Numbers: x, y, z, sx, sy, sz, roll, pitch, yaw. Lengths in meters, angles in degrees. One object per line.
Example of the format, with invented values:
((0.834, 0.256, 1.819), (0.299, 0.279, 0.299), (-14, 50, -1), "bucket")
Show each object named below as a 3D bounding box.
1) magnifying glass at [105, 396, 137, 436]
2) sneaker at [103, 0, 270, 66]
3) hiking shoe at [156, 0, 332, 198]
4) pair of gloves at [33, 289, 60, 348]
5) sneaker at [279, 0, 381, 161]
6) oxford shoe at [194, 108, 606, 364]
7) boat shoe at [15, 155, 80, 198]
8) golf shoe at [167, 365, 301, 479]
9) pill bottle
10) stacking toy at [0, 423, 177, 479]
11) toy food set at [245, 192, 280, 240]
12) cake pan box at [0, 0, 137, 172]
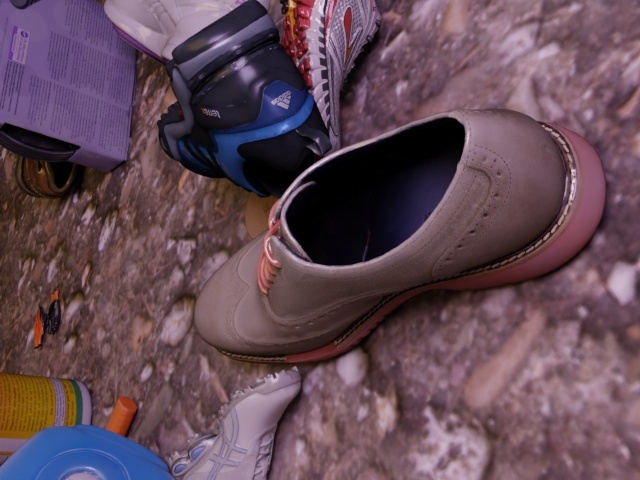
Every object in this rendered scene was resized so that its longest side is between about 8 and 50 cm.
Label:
((-0.281, 0.297, 0.832), (0.092, 0.026, 0.231), (39, 106, 48), "magnifying glass")
((-0.165, -0.287, 0.854), (0.305, 0.114, 0.152), (37, 98, 40), "sneaker")
((-0.072, -0.084, 0.607), (0.132, 0.113, 0.304), (56, 170, 0), "hiking shoe")
((-0.437, 0.127, 1.078), (0.083, 0.010, 0.074), (-35, 52, 33), "pair of gloves")
((0.015, -0.183, 0.618), (0.088, 0.092, 0.225), (-153, 64, -67), "sneaker")
((0.000, 0.000, 0.522), (0.397, 0.146, 0.141), (-30, 57, 39), "oxford shoe")
((-0.429, -0.221, 1.125), (0.104, 0.110, 0.307), (3, 89, 45), "boat shoe")
((-0.061, 0.185, 0.608), (0.086, 0.069, 0.176), (53, 121, 21), "golf shoe")
((-0.415, 0.229, 0.864), (0.117, 0.208, 0.118), (-19, 64, 44), "pill bottle")
((-0.272, 0.366, 0.722), (0.175, 0.166, 0.302), (21, 117, 8), "stacking toy")
((-0.048, -0.030, 0.684), (0.083, 0.020, 0.082), (-57, 43, 17), "toy food set")
((-0.395, -0.248, 0.980), (0.070, 0.245, 0.267), (-22, 63, 47), "cake pan box")
